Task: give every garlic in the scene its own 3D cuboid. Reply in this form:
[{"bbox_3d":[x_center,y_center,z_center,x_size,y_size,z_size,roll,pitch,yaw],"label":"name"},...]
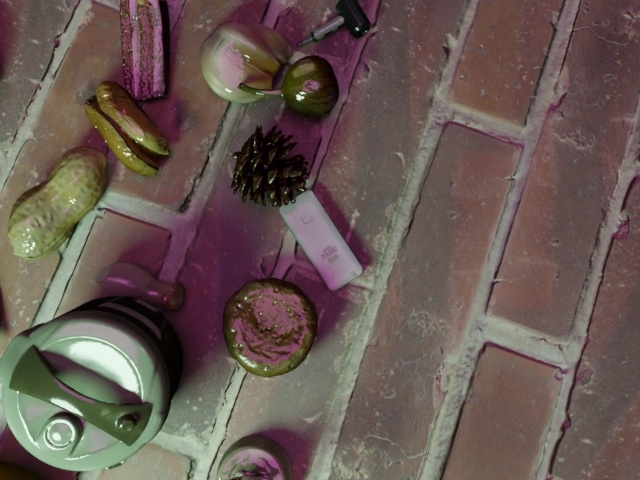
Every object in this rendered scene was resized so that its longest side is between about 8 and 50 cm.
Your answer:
[{"bbox_3d":[-0.208,-0.467,1.453,0.227,0.110,0.217,24,85,4],"label":"garlic"}]

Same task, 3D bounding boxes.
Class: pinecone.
[{"bbox_3d":[-0.118,-0.171,1.361,0.207,0.208,0.208,0,80,0],"label":"pinecone"}]

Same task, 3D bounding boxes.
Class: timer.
[{"bbox_3d":[-0.155,0.526,1.199,0.175,0.266,0.175,0,80,1],"label":"timer"}]

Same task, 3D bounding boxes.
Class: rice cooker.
[{"bbox_3d":[-0.464,0.282,1.192,0.334,0.325,0.336,0,93,-4],"label":"rice cooker"}]

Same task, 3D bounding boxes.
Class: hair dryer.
[{"bbox_3d":[0.027,-0.556,1.499,0.197,0.057,0.101,-28,81,4],"label":"hair dryer"}]

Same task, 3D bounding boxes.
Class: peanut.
[{"bbox_3d":[-0.634,-0.095,1.379,0.149,0.149,0.313,38,83,6],"label":"peanut"}]

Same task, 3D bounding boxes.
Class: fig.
[{"bbox_3d":[-0.078,-0.377,1.405,0.245,0.149,0.149,-8,80,-11],"label":"fig"}]

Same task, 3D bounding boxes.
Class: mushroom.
[{"bbox_3d":[-0.430,0.109,1.359,0.212,0.097,0.088,21,75,2],"label":"mushroom"}]

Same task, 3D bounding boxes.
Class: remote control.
[{"bbox_3d":[0.000,0.000,1.405,0.103,0.034,0.250,-33,81,-5],"label":"remote control"}]

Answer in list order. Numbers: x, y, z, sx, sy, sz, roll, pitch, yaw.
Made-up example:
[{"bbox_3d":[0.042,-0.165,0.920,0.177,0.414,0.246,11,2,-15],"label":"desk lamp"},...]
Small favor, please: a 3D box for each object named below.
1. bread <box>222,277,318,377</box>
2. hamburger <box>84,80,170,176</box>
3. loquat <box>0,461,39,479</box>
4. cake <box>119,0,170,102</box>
[{"bbox_3d":[-0.115,0.200,1.329,0.229,0.123,0.230,0,75,1],"label":"bread"},{"bbox_3d":[-0.493,-0.275,1.408,0.124,0.131,0.262,-44,82,14],"label":"hamburger"},{"bbox_3d":[-0.734,0.600,1.202,0.283,0.276,0.276,34,82,9],"label":"loquat"},{"bbox_3d":[-0.454,-0.506,1.466,0.115,0.113,0.296,-2,86,2],"label":"cake"}]
